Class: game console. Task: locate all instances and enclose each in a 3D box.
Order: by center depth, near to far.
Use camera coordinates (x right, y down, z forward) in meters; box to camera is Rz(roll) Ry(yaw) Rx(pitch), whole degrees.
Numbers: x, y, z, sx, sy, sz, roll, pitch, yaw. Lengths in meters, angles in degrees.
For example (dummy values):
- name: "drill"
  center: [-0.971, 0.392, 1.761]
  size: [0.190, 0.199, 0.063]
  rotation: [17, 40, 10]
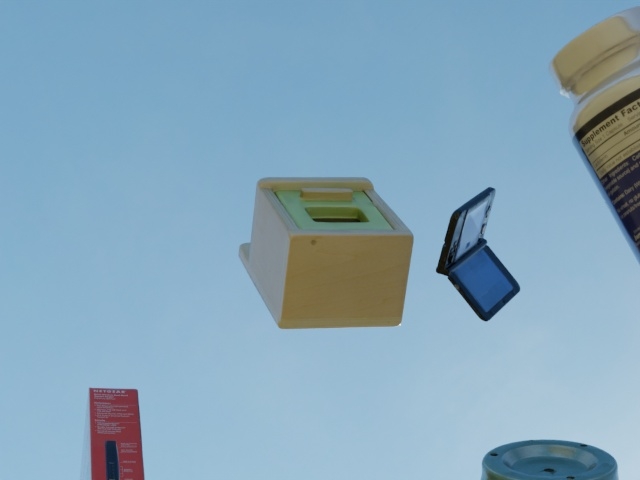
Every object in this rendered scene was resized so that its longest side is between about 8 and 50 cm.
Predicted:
- name: "game console"
  center: [0.181, 0.012, 1.419]
  size: [0.071, 0.122, 0.107]
  rotation: [22, -66, 20]

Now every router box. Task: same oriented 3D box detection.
- name: "router box"
  center: [-0.335, 0.450, 2.053]
  size: [0.082, 0.301, 0.335]
  rotation: [4, -62, -13]

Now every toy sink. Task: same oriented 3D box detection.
- name: "toy sink"
  center: [0.000, 0.000, 1.605]
  size: [0.153, 0.234, 0.131]
  rotation: [0, -68, -16]

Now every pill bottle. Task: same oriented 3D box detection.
- name: "pill bottle"
  center: [0.346, -0.095, 1.331]
  size: [0.153, 0.153, 0.265]
  rotation: [-38, -108, 42]

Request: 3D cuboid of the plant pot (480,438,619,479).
- name: "plant pot"
  center: [0.313, 0.417, 1.784]
  size: [0.271, 0.271, 0.255]
  rotation: [4, -78, 29]
